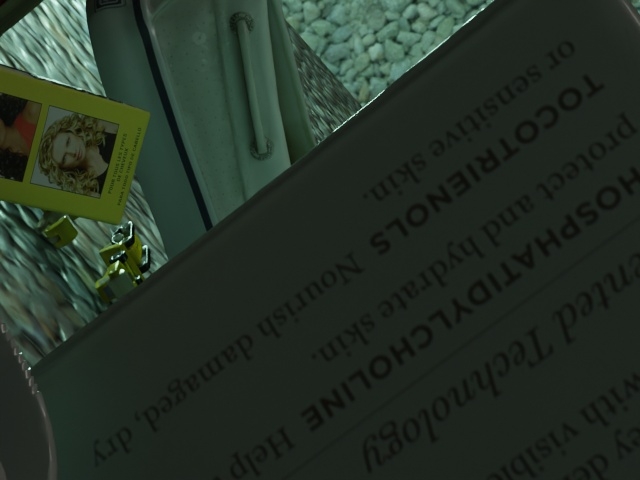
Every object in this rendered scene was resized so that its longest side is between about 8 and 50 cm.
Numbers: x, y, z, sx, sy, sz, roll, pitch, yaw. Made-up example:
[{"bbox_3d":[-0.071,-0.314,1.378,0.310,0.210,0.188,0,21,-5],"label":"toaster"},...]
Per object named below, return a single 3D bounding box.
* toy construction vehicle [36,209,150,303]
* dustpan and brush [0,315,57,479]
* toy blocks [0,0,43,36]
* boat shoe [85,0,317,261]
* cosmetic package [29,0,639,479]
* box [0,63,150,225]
[{"bbox_3d":[-0.135,0.002,1.064,0.086,0.035,0.098,59,8,-25],"label":"toy construction vehicle"},{"bbox_3d":[-0.125,0.085,0.638,0.211,0.060,0.147,62,22,-6],"label":"dustpan and brush"},{"bbox_3d":[-0.168,-0.190,0.917,0.190,0.261,0.381,51,9,-4],"label":"toy blocks"},{"bbox_3d":[0.000,-0.005,1.047,0.136,0.156,0.367,-83,156,-66],"label":"boat shoe"},{"bbox_3d":[0.129,0.166,0.770,0.393,0.327,0.329,56,10,24],"label":"cosmetic package"},{"bbox_3d":[-0.179,-0.056,0.731,0.087,0.058,0.232,16,2,34],"label":"box"}]
